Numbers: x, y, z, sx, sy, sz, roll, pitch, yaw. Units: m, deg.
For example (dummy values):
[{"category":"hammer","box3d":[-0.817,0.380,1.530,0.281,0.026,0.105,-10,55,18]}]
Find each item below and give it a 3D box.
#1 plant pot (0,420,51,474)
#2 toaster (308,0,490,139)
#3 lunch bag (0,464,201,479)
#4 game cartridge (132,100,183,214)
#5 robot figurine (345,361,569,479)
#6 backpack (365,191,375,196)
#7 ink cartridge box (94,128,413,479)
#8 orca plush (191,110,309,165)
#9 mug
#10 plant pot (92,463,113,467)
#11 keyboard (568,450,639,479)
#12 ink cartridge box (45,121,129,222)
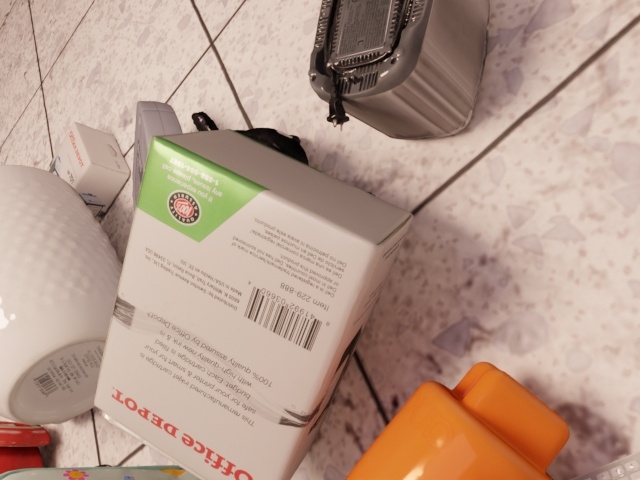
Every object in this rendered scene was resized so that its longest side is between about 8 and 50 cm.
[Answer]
[{"category":"plant pot","box3d":[-0.549,0.386,0.885,0.191,0.191,0.174,-9,69,39]},{"category":"toaster","box3d":[0.083,-0.194,0.532,0.129,0.146,0.227,1,77,42]},{"category":"lunch bag","box3d":[-0.184,0.313,0.533,0.224,0.279,0.108,21,91,53]},{"category":"game cartridge","box3d":[-0.217,-0.054,0.740,0.294,0.060,0.196,-114,29,-42]},{"category":"robot figurine","box3d":[0.088,0.199,0.414,0.219,0.128,0.158,-51,31,-1]},{"category":"backpack","box3d":[0.000,0.000,0.591,0.105,0.084,0.115,1,82,44]},{"category":"ink cartridge box","box3d":[-0.072,0.070,0.513,0.211,0.121,0.289,27,113,14]},{"category":"orca plush","box3d":[-0.116,-0.127,0.685,0.151,0.102,0.287,-33,26,-8]},{"category":"mug","box3d":[-0.432,0.126,0.836,0.328,0.276,0.374,44,137,32]},{"category":"plant pot","box3d":[-0.319,0.423,0.689,0.187,0.188,0.167,8,94,42]},{"category":"keyboard","box3d":[0.176,0.222,0.401,0.256,0.014,0.072,-40,32,28]},{"category":"ink cartridge box","box3d":[-0.450,-0.099,1.011,0.191,0.082,0.140,-52,51,19]}]
